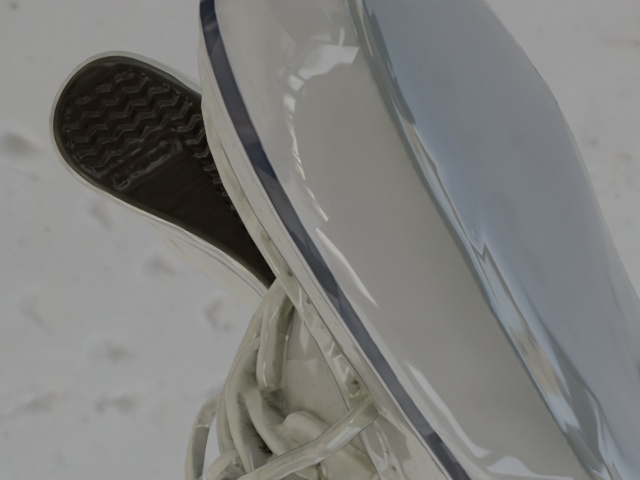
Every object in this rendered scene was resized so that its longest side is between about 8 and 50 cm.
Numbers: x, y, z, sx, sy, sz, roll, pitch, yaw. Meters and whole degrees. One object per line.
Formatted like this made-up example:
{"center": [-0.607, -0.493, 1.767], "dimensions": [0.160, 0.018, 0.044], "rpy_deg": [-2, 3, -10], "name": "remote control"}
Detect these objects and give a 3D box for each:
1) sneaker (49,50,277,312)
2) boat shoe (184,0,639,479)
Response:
{"center": [0.000, 0.000, 0.895], "dimensions": [0.106, 0.290, 0.123], "rpy_deg": [-53, 175, 0], "name": "sneaker"}
{"center": [0.023, 0.062, 0.504], "dimensions": [0.156, 0.135, 0.367], "rpy_deg": [-18, 140, 18], "name": "boat shoe"}
